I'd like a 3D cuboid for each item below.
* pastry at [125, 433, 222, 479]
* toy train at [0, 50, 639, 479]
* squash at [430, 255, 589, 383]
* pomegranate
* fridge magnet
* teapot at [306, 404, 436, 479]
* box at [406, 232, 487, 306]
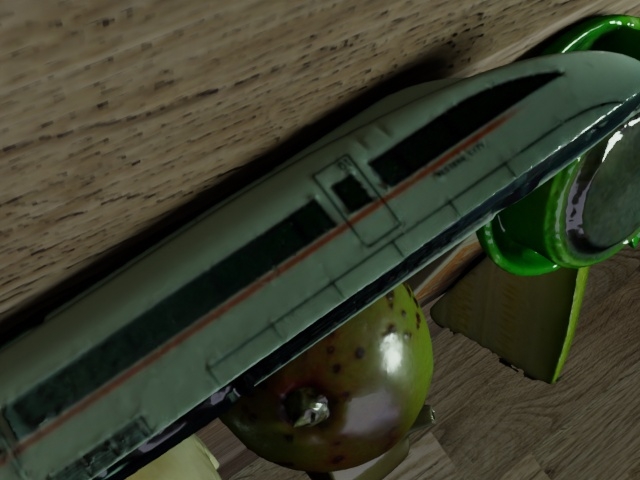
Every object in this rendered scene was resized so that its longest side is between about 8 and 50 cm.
[{"bbox_3d":[-0.200,0.240,0.580,0.264,0.133,0.265,-32,165,-10],"label":"pastry"},{"bbox_3d":[0.000,0.000,0.373,0.407,0.088,0.086,-34,167,-10],"label":"toy train"},{"bbox_3d":[0.232,0.002,0.816,0.111,0.203,0.289,-28,128,-30],"label":"squash"},{"bbox_3d":[0.001,0.064,0.495,0.159,0.159,0.205,-44,-172,29],"label":"pomegranate"},{"bbox_3d":[0.199,-0.062,0.534,0.208,0.088,0.208,-19,128,-27],"label":"fridge magnet"},{"bbox_3d":[0.031,0.173,0.819,0.175,0.186,0.267,-31,-158,-19],"label":"teapot"},{"bbox_3d":[0.182,-0.023,0.785,0.204,0.051,0.365,-27,163,-33],"label":"box"}]
